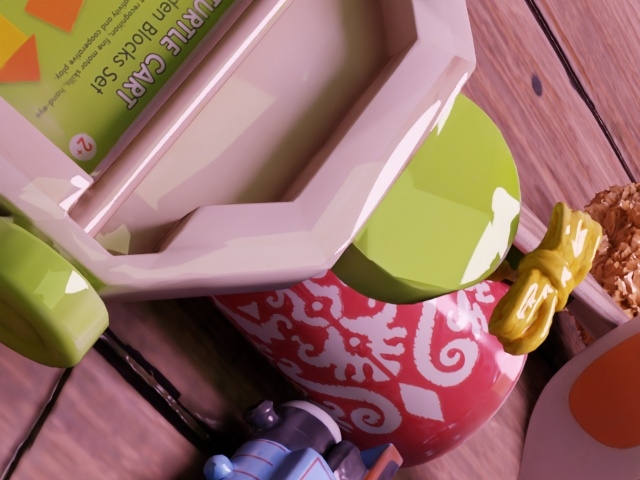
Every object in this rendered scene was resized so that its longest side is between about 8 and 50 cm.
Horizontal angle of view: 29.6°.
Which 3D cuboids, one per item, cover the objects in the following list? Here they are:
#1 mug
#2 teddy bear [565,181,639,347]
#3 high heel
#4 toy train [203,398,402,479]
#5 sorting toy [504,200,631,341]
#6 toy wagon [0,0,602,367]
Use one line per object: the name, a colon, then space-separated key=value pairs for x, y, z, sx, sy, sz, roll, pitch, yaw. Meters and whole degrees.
mug: x=-0.005 y=0.008 z=0.566 sx=0.113 sy=0.150 sz=0.169 roll=-49 pitch=122 yaw=-7
teddy bear: x=0.250 y=0.128 z=0.781 sx=0.113 sy=0.245 sz=0.338 roll=-127 pitch=-140 yaw=-80
high heel: x=0.156 y=0.137 z=0.642 sx=0.117 sy=0.082 sz=0.244 roll=26 pitch=102 yaw=-41
toy train: x=-0.025 y=0.139 z=0.494 sx=0.105 sy=0.080 sz=0.184 roll=60 pitch=38 yaw=-13
sorting toy: x=0.077 y=-0.032 z=0.656 sx=0.208 sy=0.038 sz=0.193 roll=42 pitch=10 yaw=-42
toy wagon: x=-0.046 y=-0.082 z=0.432 sx=0.344 sy=0.068 sz=0.267 roll=42 pitch=63 yaw=-12
